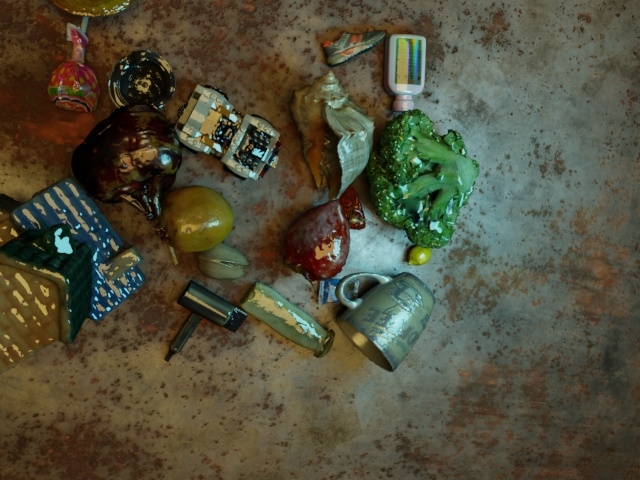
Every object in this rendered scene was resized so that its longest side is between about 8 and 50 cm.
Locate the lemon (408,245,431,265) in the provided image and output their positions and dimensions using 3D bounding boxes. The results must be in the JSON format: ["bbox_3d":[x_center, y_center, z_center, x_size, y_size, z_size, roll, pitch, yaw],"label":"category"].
[{"bbox_3d":[0.306,0.048,1.850,0.092,0.065,0.065,-40,105,-15],"label":"lemon"}]

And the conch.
[{"bbox_3d":[0.055,-0.287,1.642,0.210,0.297,0.352,-23,126,-5],"label":"conch"}]

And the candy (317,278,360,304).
[{"bbox_3d":[0.057,0.158,1.819,0.136,0.038,0.088,7,83,-22],"label":"candy"}]

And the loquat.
[{"bbox_3d":[-0.342,-0.059,1.599,0.234,0.187,0.176,-16,109,-35],"label":"loquat"}]

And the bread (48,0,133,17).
[{"bbox_3d":[-0.580,-0.703,1.445,0.312,0.172,0.312,2,81,-13],"label":"bread"}]

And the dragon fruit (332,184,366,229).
[{"bbox_3d":[0.081,-0.091,1.752,0.083,0.106,0.162,-20,105,-10],"label":"dragon fruit"}]

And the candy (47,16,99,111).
[{"bbox_3d":[-0.613,-0.512,1.530,0.124,0.124,0.365,10,87,-15],"label":"candy"}]

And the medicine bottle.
[{"bbox_3d":[0.247,-0.490,1.750,0.115,0.078,0.219,-1,98,-16],"label":"medicine bottle"}]

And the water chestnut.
[{"bbox_3d":[-0.472,-0.200,1.505,0.289,0.289,0.244,-44,121,-5],"label":"water chestnut"}]

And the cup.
[{"bbox_3d":[0.185,0.197,1.777,0.301,0.227,0.257,47,72,-10],"label":"cup"}]

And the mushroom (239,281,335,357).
[{"bbox_3d":[-0.092,0.239,1.772,0.312,0.081,0.100,35,85,-12],"label":"mushroom"}]

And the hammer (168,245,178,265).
[{"bbox_3d":[-0.429,-0.017,1.662,0.028,0.060,0.195,-19,106,-11],"label":"hammer"}]

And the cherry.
[{"bbox_3d":[0.000,0.000,1.701,0.175,0.192,0.250,16,99,-41],"label":"cherry"}]

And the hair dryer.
[{"bbox_3d":[-0.358,0.263,1.719,0.195,0.078,0.248,34,98,-17],"label":"hair dryer"}]

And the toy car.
[{"bbox_3d":[-0.249,-0.292,1.636,0.301,0.118,0.193,30,88,-17],"label":"toy car"}]

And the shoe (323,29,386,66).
[{"bbox_3d":[0.096,-0.570,1.706,0.194,0.074,0.077,-29,99,-7],"label":"shoe"}]

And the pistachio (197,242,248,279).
[{"bbox_3d":[-0.278,0.060,1.681,0.149,0.113,0.113,12,95,-21],"label":"pistachio"}]

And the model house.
[{"bbox_3d":[-0.663,0.057,1.385,0.400,0.445,0.395,-26,106,1],"label":"model house"}]

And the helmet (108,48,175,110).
[{"bbox_3d":[-0.462,-0.419,1.570,0.177,0.107,0.153,-34,111,14],"label":"helmet"}]

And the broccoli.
[{"bbox_3d":[0.297,-0.177,1.701,0.310,0.321,0.413,-12,105,17],"label":"broccoli"}]
